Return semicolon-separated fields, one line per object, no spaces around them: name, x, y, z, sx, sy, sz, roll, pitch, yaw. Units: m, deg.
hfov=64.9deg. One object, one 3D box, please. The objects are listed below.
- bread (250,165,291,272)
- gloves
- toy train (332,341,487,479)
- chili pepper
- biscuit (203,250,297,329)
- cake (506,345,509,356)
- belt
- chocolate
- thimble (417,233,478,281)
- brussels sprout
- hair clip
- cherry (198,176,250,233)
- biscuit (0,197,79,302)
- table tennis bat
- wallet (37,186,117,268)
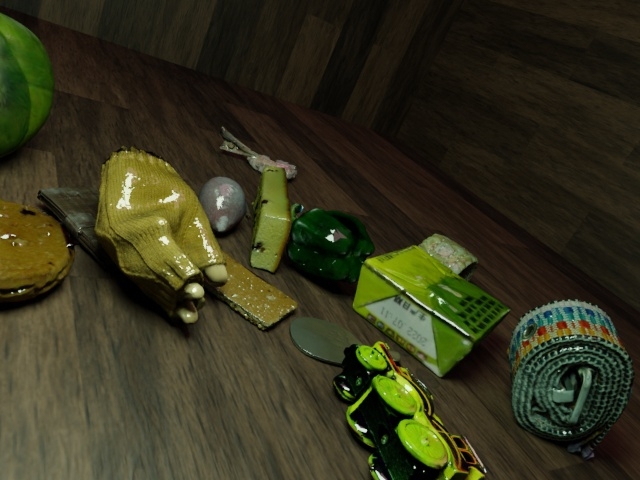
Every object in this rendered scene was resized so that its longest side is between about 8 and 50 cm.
bread;-0.126;-0.070;1.253;0.077;0.138;0.361;12;24;-12
gloves;-0.283;-0.005;0.883;0.203;0.155;0.356;19;33;-56
toy train;0.126;0.282;0.803;0.161;0.100;0.296;22;21;-28
chili pepper;0.000;0.000;1.194;0.174;0.165;0.261;-11;27;-43
biscuit;-0.163;0.093;1.005;0.231;0.025;0.131;33;25;17
cake;0.500;0.272;1.234;0.084;0.084;0.044;15;33;-24
belt;0.474;0.273;0.984;0.207;0.295;0.160;10;29;7
chocolate;0.253;0.152;1.171;0.289;0.137;0.301;37;24;25
thimble;0.345;0.073;1.444;0.191;0.137;0.143;-21;51;-41
brussels sprout;-0.703;-0.298;0.968;0.355;0.289;0.281;-13;28;-39
hair clip;-0.218;-0.283;1.711;0.300;0.069;0.173;27;21;-24
cherry;-0.226;-0.061;1.216;0.115;0.188;0.148;-22;49;-8
biscuit;-0.528;0.002;0.757;0.296;0.075;0.296;24;17;-8
table tennis bat;0.050;0.207;0.990;0.235;0.022;0.131;17;23;-14
wallet;-0.428;-0.030;0.970;0.230;0.042;0.124;41;26;19
